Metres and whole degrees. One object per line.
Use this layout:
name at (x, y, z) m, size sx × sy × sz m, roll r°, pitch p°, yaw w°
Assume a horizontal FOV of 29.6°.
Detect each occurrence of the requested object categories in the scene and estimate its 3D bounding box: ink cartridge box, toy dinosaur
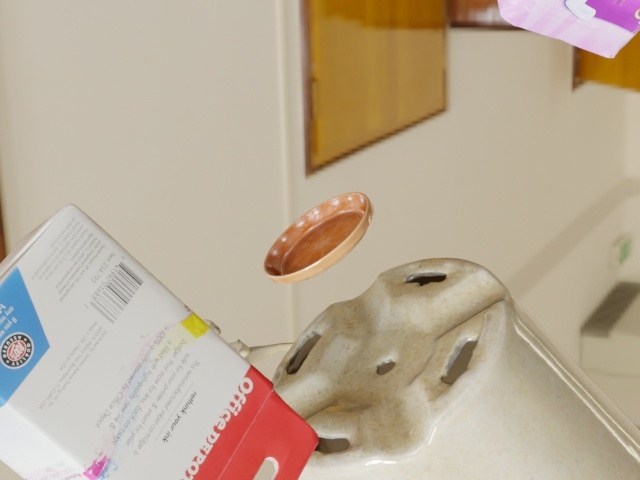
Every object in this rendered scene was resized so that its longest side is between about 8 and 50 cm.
ink cartridge box at (-0.124, 0.106, 0.770) m, size 0.078 × 0.231 × 0.134 m, roll -27°, pitch -157°, yaw 48°
toy dinosaur at (-0.085, 0.108, 1.060) m, size 0.183 × 0.092 × 0.053 m, roll -28°, pitch -122°, yaw -11°

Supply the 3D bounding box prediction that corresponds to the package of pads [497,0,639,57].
package of pads at (0.098, -0.099, 0.387) m, size 0.050 × 0.083 × 0.032 m, roll 15°, pitch -128°, yaw -20°

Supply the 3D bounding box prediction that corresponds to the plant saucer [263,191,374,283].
plant saucer at (0.000, 0.000, 0.791) m, size 0.083 × 0.013 × 0.083 m, roll -32°, pitch -158°, yaw 15°

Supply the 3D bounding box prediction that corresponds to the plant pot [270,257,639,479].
plant pot at (0.125, 0.191, 1.000) m, size 0.334 × 0.305 × 0.334 m, roll -28°, pitch -151°, yaw 17°
